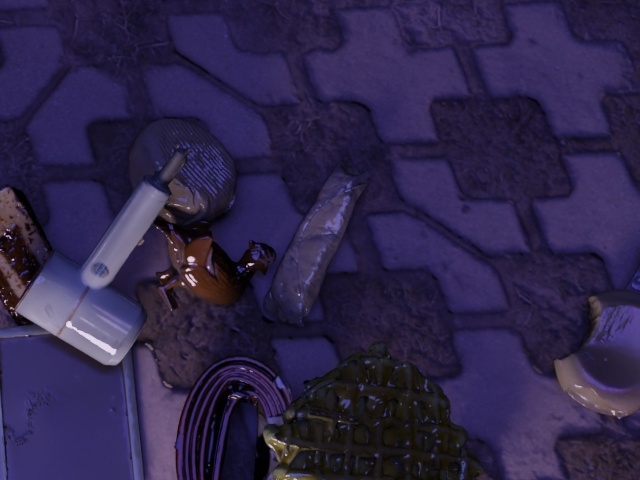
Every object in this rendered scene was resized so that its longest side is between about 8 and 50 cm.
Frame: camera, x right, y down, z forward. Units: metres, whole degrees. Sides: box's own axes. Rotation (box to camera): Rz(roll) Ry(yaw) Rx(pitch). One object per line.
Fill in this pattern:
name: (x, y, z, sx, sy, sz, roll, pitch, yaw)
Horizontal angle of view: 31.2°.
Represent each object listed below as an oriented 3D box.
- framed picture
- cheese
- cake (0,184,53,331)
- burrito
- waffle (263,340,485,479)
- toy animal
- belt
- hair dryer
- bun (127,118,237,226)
framed picture: (-0.378, 0.256, 1.704, 0.216, 0.016, 0.274, -3, 76, -18)
cheese: (0.466, 0.122, 1.734, 0.163, 0.082, 0.286, 24, 75, 5)
cake: (-0.453, 0.035, 1.721, 0.112, 0.135, 0.246, -30, 79, -8)
burrito: (0.000, 0.000, 1.770, 0.082, 0.059, 0.275, 23, 77, 20)
waffle: (0.083, 0.308, 1.640, 0.317, 0.073, 0.297, -35, 89, -30)
toy animal: (-0.170, 0.021, 1.721, 0.179, 0.089, 0.188, -28, 122, 4)
belt: (-0.119, 0.304, 1.675, 0.184, 0.105, 0.262, 9, 76, 0)
hair dryer: (-0.276, 0.006, 1.643, 0.173, 0.107, 0.357, 33, 108, -14)
bun: (-0.218, -0.095, 1.761, 0.166, 0.113, 0.173, 4, 53, -37)
